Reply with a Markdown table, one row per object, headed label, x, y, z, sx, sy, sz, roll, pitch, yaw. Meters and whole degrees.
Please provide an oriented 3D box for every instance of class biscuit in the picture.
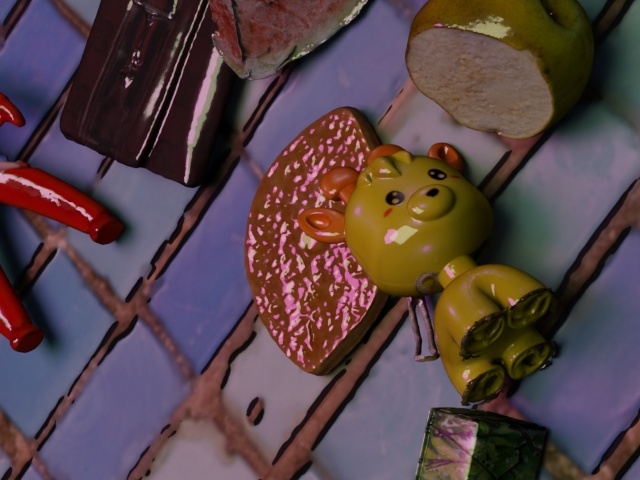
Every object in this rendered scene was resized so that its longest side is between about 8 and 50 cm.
| label | x | y | z | sx | sy | sz | roll | pitch | yaw |
| --- | --- | --- | --- | --- | --- | --- | --- | --- | --- |
| biscuit | 0.000 | 0.000 | 1.579 | 0.142 | 0.029 | 0.221 | 2 | 86 | 33 |

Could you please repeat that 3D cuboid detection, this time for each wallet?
| label | x | y | z | sx | sy | sz | roll | pitch | yaw |
| --- | --- | --- | --- | --- | --- | --- | --- | --- | --- |
| wallet | -0.135 | -0.175 | 1.686 | 0.182 | 0.049 | 0.229 | 23 | 96 | 38 |

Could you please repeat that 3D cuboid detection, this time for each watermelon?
| label | x | y | z | sx | sy | sz | roll | pitch | yaw |
| --- | --- | --- | --- | --- | --- | --- | --- | --- | --- |
| watermelon | -0.033 | -0.229 | 1.579 | 0.187 | 0.139 | 0.071 | -43 | 35 | 12 |

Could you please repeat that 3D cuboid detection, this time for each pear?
| label | x | y | z | sx | sy | sz | roll | pitch | yaw |
| --- | --- | --- | --- | --- | --- | --- | --- | --- | --- |
| pear | 0.139 | -0.150 | 1.443 | 0.141 | 0.141 | 0.104 | 0 | 48 | 35 |

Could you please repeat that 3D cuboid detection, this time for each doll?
| label | x | y | z | sx | sy | sz | roll | pitch | yaw |
| --- | --- | --- | --- | --- | --- | --- | --- | --- | --- |
| doll | -0.359 | -0.073 | 1.762 | 0.384 | 0.099 | 0.188 | 38 | 100 | 19 |
| doll | 0.086 | 0.007 | 1.470 | 0.143 | 0.135 | 0.221 | -30 | 57 | -17 |

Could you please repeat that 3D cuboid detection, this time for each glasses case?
| label | x | y | z | sx | sy | sz | roll | pitch | yaw |
| --- | --- | --- | --- | --- | --- | --- | --- | --- | --- |
| glasses case | 0.093 | 0.262 | 1.442 | 0.062 | 0.095 | 0.272 | 14 | 92 | 40 |
